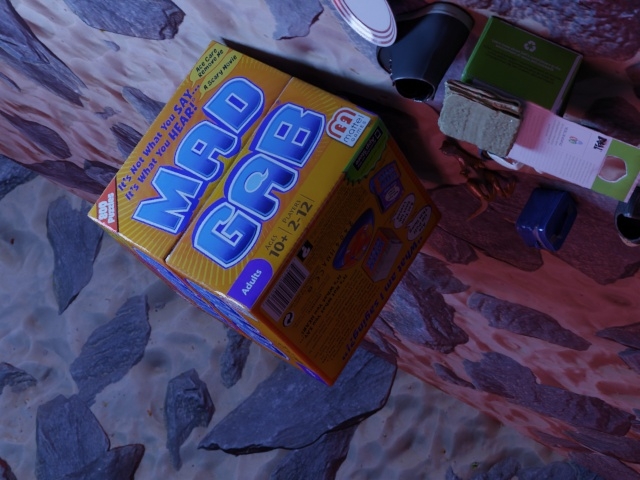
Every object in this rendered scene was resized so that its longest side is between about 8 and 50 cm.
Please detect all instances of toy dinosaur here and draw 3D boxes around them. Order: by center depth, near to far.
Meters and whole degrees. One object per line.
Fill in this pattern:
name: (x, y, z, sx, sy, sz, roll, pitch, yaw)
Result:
toy dinosaur: (0.258, -0.091, 2.174, 0.112, 0.064, 0.211, 37, 166, 44)

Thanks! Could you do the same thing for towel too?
towel: (0.205, -0.157, 1.725, 0.110, 0.027, 0.148, 24, 162, 9)

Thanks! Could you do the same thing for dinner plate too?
dinner plate: (0.055, -0.318, 1.781, 0.141, 0.017, 0.141, 42, 161, 18)

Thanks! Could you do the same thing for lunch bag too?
lunch bag: (0.355, -0.030, 2.103, 0.065, 0.098, 0.067, 9, 151, 42)

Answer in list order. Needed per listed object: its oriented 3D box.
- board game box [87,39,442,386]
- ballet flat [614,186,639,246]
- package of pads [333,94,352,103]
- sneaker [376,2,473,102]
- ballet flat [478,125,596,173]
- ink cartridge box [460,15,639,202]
board game box: (-0.079, -0.040, 2.215, 0.356, 0.357, 0.356, 28, 168, 31)
ballet flat: (0.462, -0.028, 2.022, 0.057, 0.049, 0.173, 23, 164, 20)
package of pads: (0.040, -0.204, 2.195, 0.050, 0.032, 0.083, 18, 162, 46)
sneaker: (0.113, -0.236, 1.811, 0.083, 0.118, 0.222, 31, 164, -13)
ballet flat: (0.306, -0.129, 1.925, 0.203, 0.074, 0.074, 11, 158, 45)
ink cartridge box: (0.311, -0.164, 1.759, 0.255, 0.097, 0.189, 24, 163, 9)
